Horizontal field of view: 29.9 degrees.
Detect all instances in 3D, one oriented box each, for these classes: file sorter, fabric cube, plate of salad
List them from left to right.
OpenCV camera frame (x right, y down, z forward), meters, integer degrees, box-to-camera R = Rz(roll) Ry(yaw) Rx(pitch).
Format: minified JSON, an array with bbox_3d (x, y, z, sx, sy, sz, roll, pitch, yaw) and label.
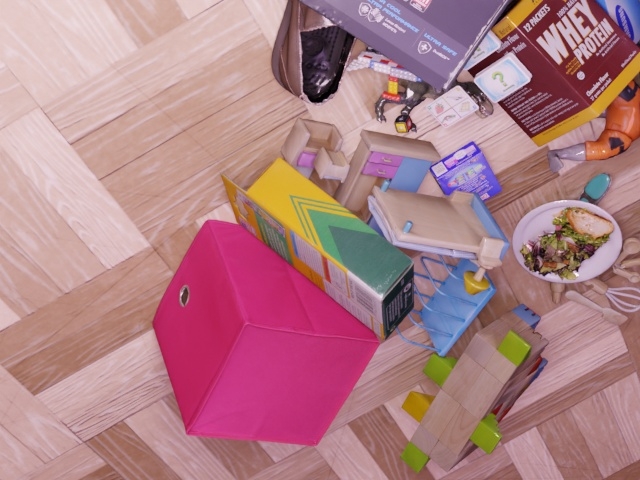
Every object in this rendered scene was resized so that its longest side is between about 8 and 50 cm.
[{"bbox_3d":[-0.100,0.157,1.997,0.259,0.258,0.254,11,124,-30],"label":"fabric cube"},{"bbox_3d":[0.213,0.102,2.181,0.105,0.118,0.170,19,120,-30],"label":"file sorter"},{"bbox_3d":[0.454,0.010,2.211,0.200,0.048,0.199,4,130,5],"label":"plate of salad"}]

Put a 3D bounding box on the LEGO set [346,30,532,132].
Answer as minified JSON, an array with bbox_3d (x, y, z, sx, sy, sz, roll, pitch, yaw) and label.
[{"bbox_3d":[0.162,-0.241,1.770,0.182,0.060,0.244,45,138,-14],"label":"LEGO set"}]

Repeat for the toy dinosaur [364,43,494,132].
[{"bbox_3d":[0.145,-0.235,1.902,0.268,0.064,0.118,20,116,-30],"label":"toy dinosaur"}]

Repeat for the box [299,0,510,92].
[{"bbox_3d":[0.126,-0.395,1.586,0.296,0.073,0.293,31,106,-17],"label":"box"}]

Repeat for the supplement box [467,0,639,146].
[{"bbox_3d":[0.339,-0.270,1.779,0.194,0.191,0.129,46,72,-5],"label":"supplement box"}]

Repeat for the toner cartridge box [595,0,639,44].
[{"bbox_3d":[0.353,-0.424,1.740,0.075,0.165,0.347,-50,136,-17],"label":"toner cartridge box"}]

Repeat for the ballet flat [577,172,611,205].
[{"bbox_3d":[0.498,-0.080,2.203,0.041,0.041,0.114,16,121,-33],"label":"ballet flat"}]

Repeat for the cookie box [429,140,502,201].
[{"bbox_3d":[0.250,-0.106,2.066,0.092,0.040,0.107,-31,134,5],"label":"cookie box"}]

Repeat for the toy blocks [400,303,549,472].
[{"bbox_3d":[0.333,0.271,2.319,0.261,0.191,0.381,-24,147,-51],"label":"toy blocks"}]

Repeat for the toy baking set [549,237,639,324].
[{"bbox_3d":[0.539,0.079,2.311,0.197,0.030,0.256,5,133,5],"label":"toy baking set"}]

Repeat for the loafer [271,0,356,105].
[{"bbox_3d":[0.025,-0.347,1.697,0.134,0.130,0.365,-5,130,-19],"label":"loafer"}]

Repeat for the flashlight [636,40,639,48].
[{"bbox_3d":[0.596,-0.407,1.852,0.103,0.103,0.304,32,95,-42],"label":"flashlight"}]

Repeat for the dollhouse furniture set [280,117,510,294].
[{"bbox_3d":[0.095,-0.011,1.901,0.287,0.303,0.198,7,125,-28],"label":"dollhouse furniture set"}]

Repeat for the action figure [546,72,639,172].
[{"bbox_3d":[0.532,-0.266,2.010,0.330,0.178,0.341,-3,100,-28],"label":"action figure"}]

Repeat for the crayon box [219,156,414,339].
[{"bbox_3d":[0.000,0.000,1.865,0.083,0.323,0.203,-48,163,-14],"label":"crayon box"}]
